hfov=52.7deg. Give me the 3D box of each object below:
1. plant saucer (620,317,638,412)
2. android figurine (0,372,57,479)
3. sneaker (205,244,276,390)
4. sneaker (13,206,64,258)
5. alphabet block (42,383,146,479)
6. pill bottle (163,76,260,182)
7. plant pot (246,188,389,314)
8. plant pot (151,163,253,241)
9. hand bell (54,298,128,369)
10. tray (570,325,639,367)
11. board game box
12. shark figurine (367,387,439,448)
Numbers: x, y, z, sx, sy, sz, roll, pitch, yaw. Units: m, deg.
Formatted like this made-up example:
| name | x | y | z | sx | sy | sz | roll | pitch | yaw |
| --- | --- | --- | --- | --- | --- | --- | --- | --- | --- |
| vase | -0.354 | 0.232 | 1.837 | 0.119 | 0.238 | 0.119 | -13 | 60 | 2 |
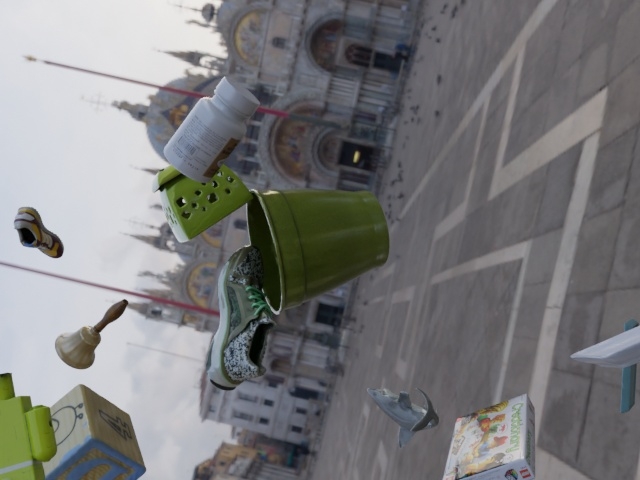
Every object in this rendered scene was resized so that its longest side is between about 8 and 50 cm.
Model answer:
| name | x | y | z | sx | sy | sz | roll | pitch | yaw |
| --- | --- | --- | --- | --- | --- | --- | --- | --- | --- |
| plant saucer | 0.649 | 0.262 | 1.353 | 0.067 | 0.018 | 0.191 | -8 | -81 | -52 |
| android figurine | -0.601 | 0.387 | 1.167 | 0.056 | 0.249 | 0.272 | 84 | 171 | -75 |
| sneaker | -0.181 | 0.207 | 1.782 | 0.158 | 0.182 | 0.409 | 28 | -120 | -49 |
| sneaker | -0.739 | 0.001 | 1.682 | 0.185 | 0.070 | 0.083 | 68 | -165 | -45 |
| alphabet block | -0.559 | 0.498 | 1.528 | 0.193 | 0.192 | 0.197 | 54 | 174 | -39 |
| pill bottle | -0.248 | -0.258 | 1.498 | 0.229 | 0.131 | 0.131 | -50 | 5 | 15 |
| plant pot | 0.000 | 0.000 | 1.897 | 0.366 | 0.353 | 0.366 | 168 | 90 | -74 |
| plant pot | -0.357 | -0.140 | 1.865 | 0.227 | 0.207 | 0.228 | -35 | 10 | -18 |
| hand bell | -0.615 | 0.238 | 1.793 | 0.242 | 0.126 | 0.126 | -42 | 11 | 20 |
| tray | 0.488 | 0.116 | 0.876 | 0.145 | 0.271 | 0.030 | 66 | -179 | -78 |
| board game box | 0.390 | 0.467 | 1.471 | 0.053 | 0.193 | 0.305 | 61 | -159 | -3 |
| shark figurine | 0.208 | 0.416 | 1.460 | 0.116 | 0.166 | 0.278 | -57 | 12 | -16 |
